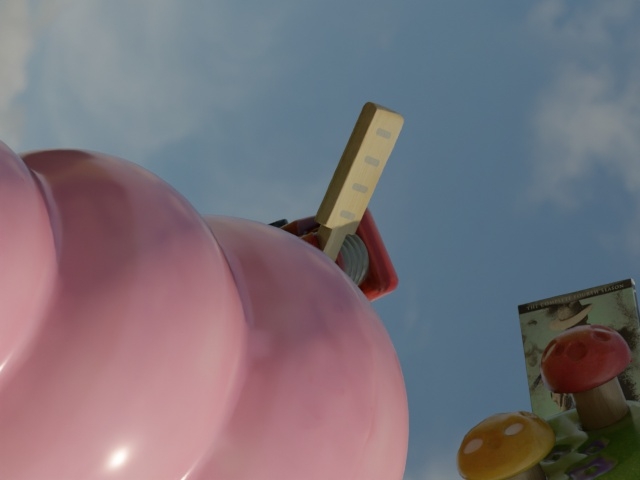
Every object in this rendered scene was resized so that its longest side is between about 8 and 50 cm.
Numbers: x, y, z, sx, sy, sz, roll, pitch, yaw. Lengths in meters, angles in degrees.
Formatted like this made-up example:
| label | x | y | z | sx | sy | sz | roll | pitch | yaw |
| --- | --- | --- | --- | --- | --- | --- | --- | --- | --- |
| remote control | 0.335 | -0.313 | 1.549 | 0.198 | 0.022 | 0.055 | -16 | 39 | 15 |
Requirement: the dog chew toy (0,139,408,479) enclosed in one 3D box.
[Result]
| label | x | y | z | sx | sy | sz | roll | pitch | yaw |
| --- | --- | --- | --- | --- | --- | --- | --- | --- | --- |
| dog chew toy | -0.108 | 0.055 | 0.755 | 0.207 | 0.332 | 0.206 | -21 | -127 | 31 |

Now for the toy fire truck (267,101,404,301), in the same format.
| label | x | y | z | sx | sy | sz | roll | pitch | yaw |
| --- | --- | --- | --- | --- | --- | --- | --- | --- | --- |
| toy fire truck | 0.000 | 0.000 | 1.434 | 0.246 | 0.217 | 0.158 | -25 | -95 | 29 |

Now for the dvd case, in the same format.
| label | x | y | z | sx | sy | sz | roll | pitch | yaw |
| --- | --- | --- | --- | --- | --- | --- | --- | --- | --- |
| dvd case | 0.186 | 0.091 | 1.191 | 0.087 | 0.013 | 0.119 | -14 | -119 | 20 |

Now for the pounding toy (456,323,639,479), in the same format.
| label | x | y | z | sx | sy | sz | roll | pitch | yaw |
| --- | --- | --- | --- | --- | --- | --- | --- | --- | --- |
| pounding toy | 0.111 | 0.125 | 0.944 | 0.237 | 0.110 | 0.183 | -18 | -165 | 24 |
